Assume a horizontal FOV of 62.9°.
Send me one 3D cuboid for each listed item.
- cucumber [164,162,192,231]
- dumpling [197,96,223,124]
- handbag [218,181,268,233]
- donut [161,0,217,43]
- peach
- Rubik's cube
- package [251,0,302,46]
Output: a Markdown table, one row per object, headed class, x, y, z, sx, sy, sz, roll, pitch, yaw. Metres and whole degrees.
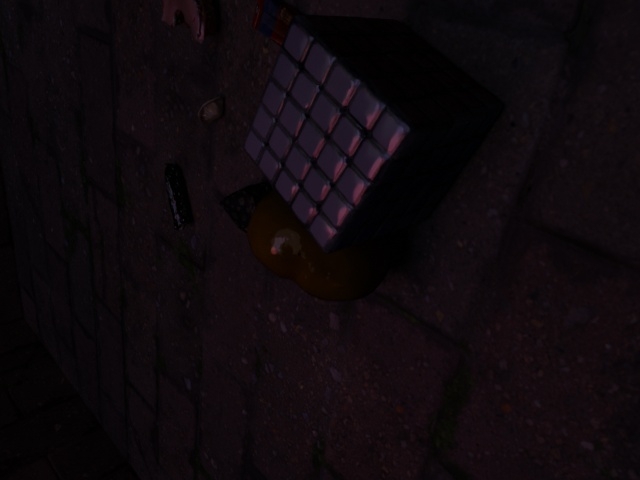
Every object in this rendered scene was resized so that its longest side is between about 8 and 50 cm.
| class | x | y | z | sx | sy | sz | roll | pitch | yaw |
| --- | --- | --- | --- | --- | --- | --- | --- | --- | --- |
| cucumber | -0.379 | -0.116 | 1.379 | 0.053 | 0.053 | 0.181 | -5 | 99 | 47 |
| dumpling | -0.249 | -0.292 | 1.172 | 0.077 | 0.059 | 0.043 | -19 | 99 | 46 |
| handbag | -0.143 | -0.051 | 1.150 | 0.115 | 0.072 | 0.139 | -17 | 104 | 46 |
| donut | -0.279 | -0.502 | 1.124 | 0.166 | 0.065 | 0.117 | 37 | 129 | 31 |
| peach | 0.000 | 0.000 | 0.879 | 0.251 | 0.251 | 0.153 | 33 | 101 | 35 |
| Rubik's cube | 0.066 | -0.157 | 0.757 | 0.238 | 0.237 | 0.237 | 51 | 136 | 22 |
| package | -0.064 | -0.394 | 0.967 | 0.200 | 0.022 | 0.083 | 45 | 131 | 27 |
